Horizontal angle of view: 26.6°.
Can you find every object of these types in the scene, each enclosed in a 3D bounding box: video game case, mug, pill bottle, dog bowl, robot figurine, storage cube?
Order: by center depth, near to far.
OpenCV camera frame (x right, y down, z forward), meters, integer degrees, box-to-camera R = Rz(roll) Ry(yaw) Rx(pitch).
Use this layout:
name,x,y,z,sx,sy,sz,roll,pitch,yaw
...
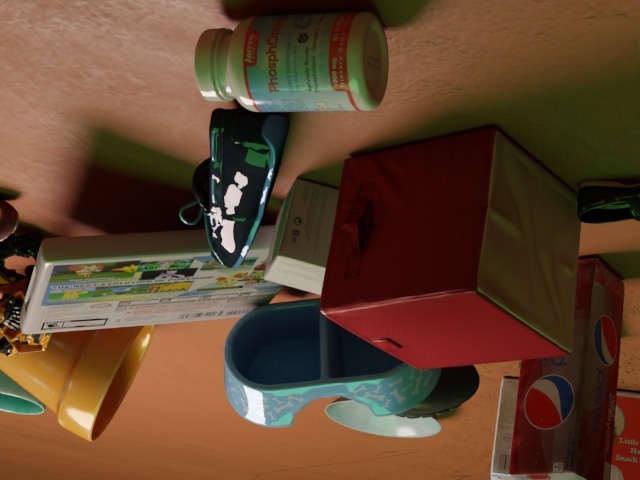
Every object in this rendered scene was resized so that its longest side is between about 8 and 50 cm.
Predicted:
name,x,y,z,sx,sy,sz,roll,pitch,yaw
pill bottle,-0.026,-0.157,1.203,0.160,0.087,0.087,1,155,20
storage cube,0.141,0.015,1.413,0.193,0.183,0.215,-10,150,38
video game case,-0.198,0.050,1.699,0.329,0.036,0.300,-3,162,-19
robot figurine,-0.461,0.085,1.788,0.291,0.085,0.211,4,121,-39
dog bowl,0.009,0.150,1.791,0.297,0.166,0.074,-7,142,8
mug,-0.537,0.230,2.317,0.158,0.097,0.129,8,158,8

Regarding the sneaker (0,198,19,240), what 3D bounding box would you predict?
name,x,y,z,sx,sy,sz,roll,pitch,yaw
sneaker,-0.472,-0.040,1.691,0.185,0.069,0.084,7,162,5

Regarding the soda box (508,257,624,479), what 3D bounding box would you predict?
name,x,y,z,sx,sy,sz,roll,pitch,yaw
soda box,0.289,0.157,1.579,0.092,0.263,0.083,-9,151,39

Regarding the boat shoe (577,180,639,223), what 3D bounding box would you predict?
name,x,y,z,sx,sy,sz,roll,pitch,yaw
boat shoe,0.330,-0.038,1.393,0.133,0.042,0.049,-2,152,23

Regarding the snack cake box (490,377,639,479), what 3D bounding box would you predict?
name,x,y,z,sx,sy,sz,roll,pitch,yaw
snack cake box,0.393,0.301,2.018,0.264,0.152,0.089,6,157,11

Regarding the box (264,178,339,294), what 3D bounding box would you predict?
name,x,y,z,sx,sy,sz,roll,pitch,yaw
box,0.000,0.000,1.542,0.102,0.101,0.087,15,157,-8

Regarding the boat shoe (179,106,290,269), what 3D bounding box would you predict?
name,x,y,z,sx,sy,sz,roll,pitch,yaw
boat shoe,-0.094,-0.067,1.460,0.089,0.109,0.258,18,141,-1

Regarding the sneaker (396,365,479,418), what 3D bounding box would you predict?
name,x,y,z,sx,sy,sz,roll,pitch,yaw
sneaker,0.089,0.173,1.917,0.286,0.109,0.130,10,151,-5

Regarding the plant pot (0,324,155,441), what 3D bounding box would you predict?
name,x,y,z,sx,sy,sz,roll,pitch,yaw
plant pot,-0.371,0.162,1.989,0.188,0.205,0.205,26,157,3

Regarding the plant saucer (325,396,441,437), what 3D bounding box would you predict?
name,x,y,z,sx,sy,sz,roll,pitch,yaw
plant saucer,0.106,0.280,2.238,0.195,0.037,0.195,9,158,4
